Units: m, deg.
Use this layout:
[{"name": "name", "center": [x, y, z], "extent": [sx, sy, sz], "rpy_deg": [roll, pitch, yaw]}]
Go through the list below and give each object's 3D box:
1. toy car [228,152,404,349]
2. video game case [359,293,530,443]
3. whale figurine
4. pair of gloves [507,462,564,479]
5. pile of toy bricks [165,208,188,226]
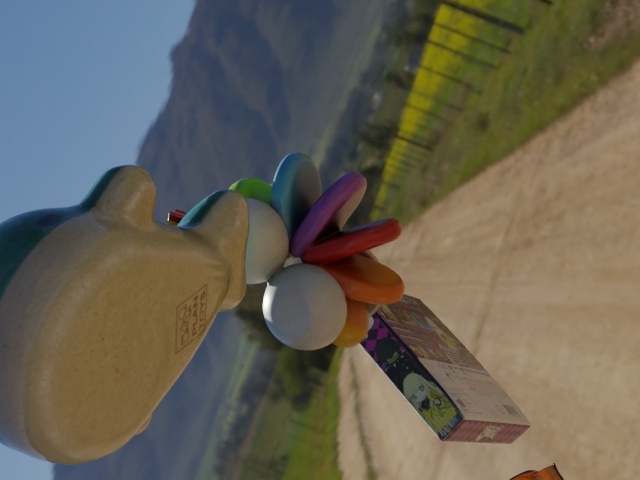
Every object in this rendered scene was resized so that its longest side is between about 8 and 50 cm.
[{"name": "toy car", "center": [0.000, 0.000, 1.048], "extent": [0.136, 0.182, 0.159], "rpy_deg": [-44, -7, 24]}, {"name": "video game case", "center": [0.122, 0.136, 1.315], "extent": [0.042, 0.210, 0.232], "rpy_deg": [-46, -25, 12]}, {"name": "whale figurine", "center": [-0.157, 0.040, 0.853], "extent": [0.272, 0.141, 0.216], "rpy_deg": [-36, -44, -52]}, {"name": "pair of gloves", "center": [0.190, 0.243, 1.047], "extent": [0.074, 0.083, 0.010], "rpy_deg": [-24, 11, 8]}, {"name": "pile of toy bricks", "center": [-0.186, 0.041, 1.240], "extent": [0.105, 0.118, 0.212], "rpy_deg": [-59, -17, -48]}]
